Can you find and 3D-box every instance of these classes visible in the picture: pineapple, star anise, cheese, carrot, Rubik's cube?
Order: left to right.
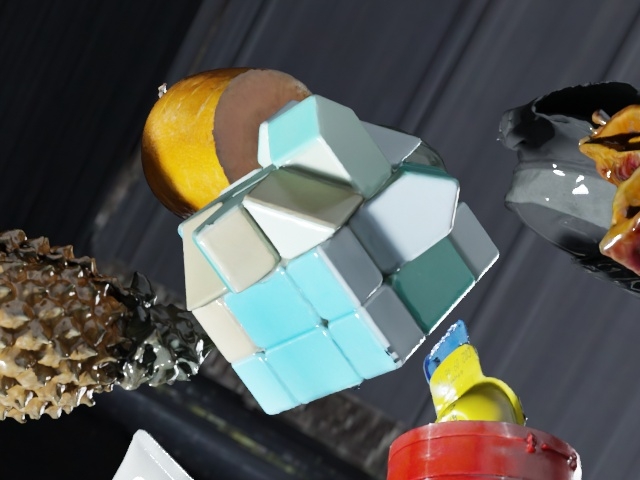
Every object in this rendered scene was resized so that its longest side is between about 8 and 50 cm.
[{"bbox_3d":[-0.275,0.106,1.749,0.357,0.223,0.223,6,-161,-28],"label":"pineapple"},{"bbox_3d":[-0.113,-0.116,1.823,0.193,0.214,0.331,29,164,-26],"label":"carrot"},{"bbox_3d":[0.000,0.000,1.250,0.213,0.265,0.224,56,-135,-8],"label":"Rubik's cube"},{"bbox_3d":[0.163,0.207,1.657,0.069,0.177,0.270,15,-141,-27],"label":"cheese"},{"bbox_3d":[0.297,-0.050,1.082,0.126,0.190,0.220,36,-141,-29],"label":"star anise"}]

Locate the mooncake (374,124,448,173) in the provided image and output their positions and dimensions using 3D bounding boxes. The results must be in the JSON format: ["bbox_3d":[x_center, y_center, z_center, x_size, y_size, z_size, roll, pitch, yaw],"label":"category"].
[{"bbox_3d":[0.061,-0.044,1.662,0.104,0.175,0.168,20,156,-21],"label":"mooncake"}]

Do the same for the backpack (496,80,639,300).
[{"bbox_3d":[0.426,-0.047,1.931,0.445,0.255,0.363,23,176,-1],"label":"backpack"}]

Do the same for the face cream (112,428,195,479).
[{"bbox_3d":[-0.220,0.350,1.706,0.143,0.314,0.089,45,-146,10],"label":"face cream"}]

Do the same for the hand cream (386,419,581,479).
[{"bbox_3d":[0.153,0.262,1.424,0.193,0.193,0.125,23,-125,-25],"label":"hand cream"}]
